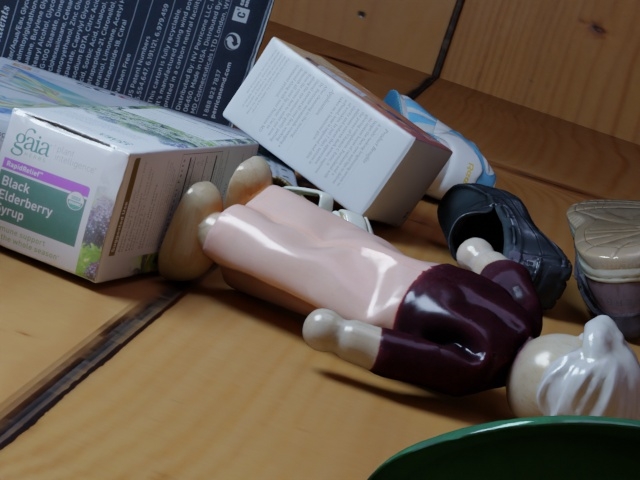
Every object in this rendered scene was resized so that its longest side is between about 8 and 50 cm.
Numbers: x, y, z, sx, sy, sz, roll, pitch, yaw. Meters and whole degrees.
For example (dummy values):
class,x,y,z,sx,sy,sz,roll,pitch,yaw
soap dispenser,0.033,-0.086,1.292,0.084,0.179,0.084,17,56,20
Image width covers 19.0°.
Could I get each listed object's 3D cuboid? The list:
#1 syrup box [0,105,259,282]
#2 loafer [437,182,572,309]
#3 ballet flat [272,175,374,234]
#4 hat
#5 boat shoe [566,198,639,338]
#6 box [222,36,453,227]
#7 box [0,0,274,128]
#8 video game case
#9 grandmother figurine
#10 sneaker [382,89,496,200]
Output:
class,x,y,z,sx,sy,sz,roll,pitch,yaw
syrup box,-0.136,-0.037,1.350,0.093,0.096,0.237,20,11,17
loafer,0.150,-0.006,1.709,0.078,0.076,0.223,22,12,-24
ballet flat,0.000,0.000,1.463,0.073,0.067,0.206,10,14,-39
hat,0.112,0.189,0.831,0.173,0.183,0.208,20,-33,-30
boat shoe,0.277,0.021,1.754,0.103,0.092,0.285,0,11,8
box,0.018,-0.099,1.784,0.170,0.091,0.130,37,9,17
box,-0.289,-0.280,2.000,0.396,0.212,0.293,11,14,-29
video game case,-0.167,-0.089,1.715,0.300,0.036,0.329,17,11,-7
grandmother figurine,0.070,0.049,1.288,0.342,0.104,0.208,27,41,26
sneaker,0.116,-0.096,2.114,0.092,0.087,0.228,21,16,-25
